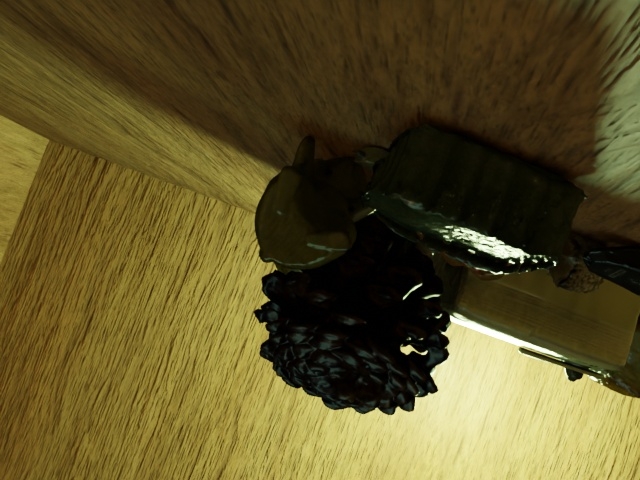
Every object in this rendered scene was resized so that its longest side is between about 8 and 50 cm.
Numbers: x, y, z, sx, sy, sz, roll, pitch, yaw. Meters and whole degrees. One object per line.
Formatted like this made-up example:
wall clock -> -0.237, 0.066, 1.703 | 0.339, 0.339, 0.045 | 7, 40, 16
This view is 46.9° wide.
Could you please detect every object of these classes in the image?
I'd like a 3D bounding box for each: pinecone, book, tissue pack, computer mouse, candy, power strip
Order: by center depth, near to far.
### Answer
computer mouse -> 0.509, 0.040, 1.195 | 0.172, 0.057, 0.099 | 21, 163, -3
power strip -> 0.145, -0.109, 1.218 | 0.227, 0.029, 0.080 | 21, 178, -27
candy -> 0.447, 0.042, 1.276 | 0.110, 0.095, 0.085 | 11, -138, -19
pinecone -> 0.069, 0.141, 1.450 | 0.397, 0.398, 0.398 | 20, 176, 1
tissue pack -> 0.434, 0.117, 1.566 | 0.380, 0.207, 0.297 | 20, 174, -8
book -> 0.523, 0.269, 1.621 | 0.172, 0.012, 0.118 | 17, 178, 13

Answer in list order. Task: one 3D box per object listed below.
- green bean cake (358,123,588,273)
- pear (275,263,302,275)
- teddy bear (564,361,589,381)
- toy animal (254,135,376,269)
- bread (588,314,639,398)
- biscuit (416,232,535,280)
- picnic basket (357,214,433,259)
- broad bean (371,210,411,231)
green bean cake -> 0.190, -0.054, 0.999 | 0.255, 0.132, 0.241 | 22, 176, -3
pear -> 0.000, 0.000, 1.829 | 0.287, 0.287, 0.375 | 18, 162, 31
teddy bear -> 0.638, 0.209, 1.790 | 0.144, 0.251, 0.171 | 20, 162, -13
toy animal -> 0.017, -0.089, 1.313 | 0.181, 0.180, 0.363 | 39, -141, 0
bread -> 0.817, 0.295, 1.948 | 0.279, 0.225, 0.250 | 10, 180, 17
biscuit -> 0.272, 0.001, 1.303 | 0.238, 0.041, 0.212 | 16, 150, -5
picnic basket -> 0.171, 0.055, 1.721 | 0.129, 0.297, 0.222 | -6, 161, 36
broad bean -> 0.133, -0.067, 1.562 | 0.206, 0.072, 0.153 | 17, 170, 47
